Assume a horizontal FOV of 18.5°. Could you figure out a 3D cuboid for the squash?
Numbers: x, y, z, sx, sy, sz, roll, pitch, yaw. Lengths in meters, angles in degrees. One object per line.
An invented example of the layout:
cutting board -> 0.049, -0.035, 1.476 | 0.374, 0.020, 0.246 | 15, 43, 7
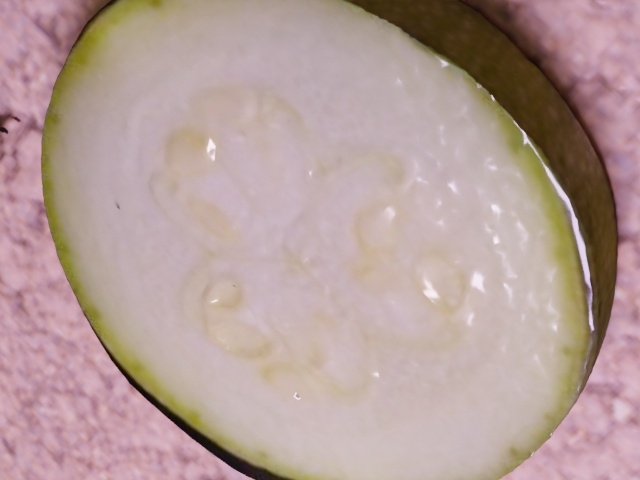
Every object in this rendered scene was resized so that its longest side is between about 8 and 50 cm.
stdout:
squash -> 0.000, 0.000, 0.804 | 0.252, 0.049, 0.252 | 15, 126, 22
